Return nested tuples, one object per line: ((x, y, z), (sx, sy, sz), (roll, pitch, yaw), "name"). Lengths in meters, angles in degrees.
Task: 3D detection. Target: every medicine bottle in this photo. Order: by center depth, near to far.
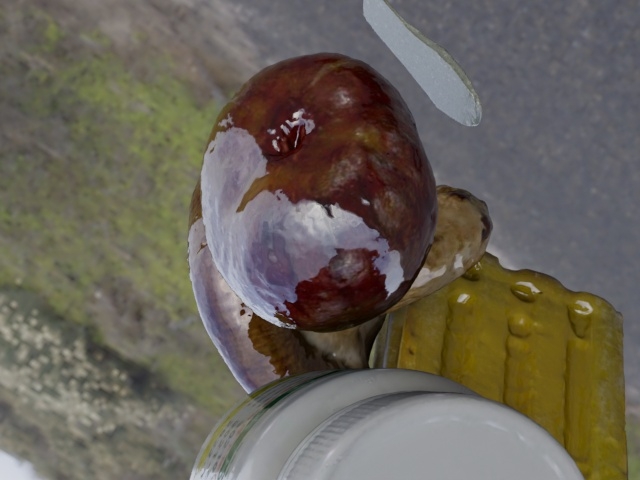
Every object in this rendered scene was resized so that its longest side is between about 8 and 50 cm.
((0.035, 0.185, 0.894), (0.208, 0.208, 0.340), (33, 168, -7), "medicine bottle")

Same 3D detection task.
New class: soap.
((0.165, 0.154, 1.349), (0.259, 0.281, 0.143), (23, 140, -14), "soap")

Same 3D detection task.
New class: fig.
((-0.002, 0.000, 0.931), (0.274, 0.146, 0.170), (89, 161, -61), "fig")

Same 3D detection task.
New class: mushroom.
((-0.012, 0.021, 1.261), (0.267, 0.254, 0.267), (28, -149, -19), "mushroom")

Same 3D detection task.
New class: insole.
((0.094, -0.172, 1.303), (0.192, 0.010, 0.063), (53, 155, 33), "insole")
